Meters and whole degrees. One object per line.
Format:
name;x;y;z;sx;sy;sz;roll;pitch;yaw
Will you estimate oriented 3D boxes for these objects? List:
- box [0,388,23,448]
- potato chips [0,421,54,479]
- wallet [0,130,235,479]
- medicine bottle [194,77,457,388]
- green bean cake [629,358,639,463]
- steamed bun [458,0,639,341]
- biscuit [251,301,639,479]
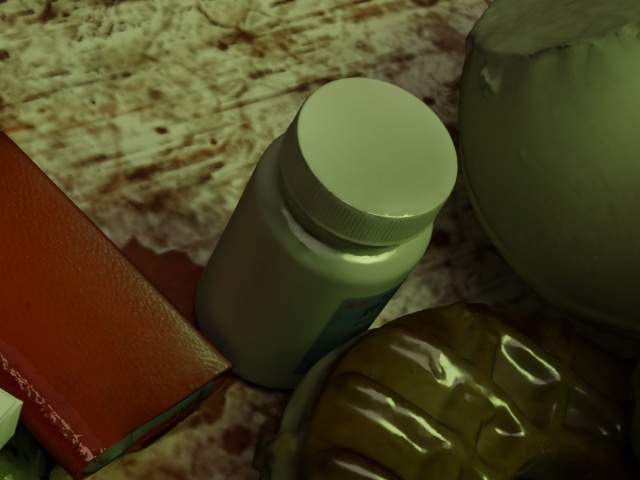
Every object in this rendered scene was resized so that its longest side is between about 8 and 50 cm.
box;-0.231;0.071;0.664;0.154;0.040;0.084;32;49;6
potato chips;-0.310;0.181;0.609;0.429;0.070;0.358;-9;58;-30
wallet;-0.156;0.030;0.762;0.204;0.045;0.142;45;31;10
medicine bottle;0.000;0.000;0.774;0.103;0.186;0.102;11;55;-16
green bean cake;0.343;0.084;0.674;0.310;0.285;0.202;17;31;-17
steamed bun;0.248;-0.048;0.865;0.309;0.309;0.309;10;55;-16
biscuit;0.117;0.181;0.725;0.332;0.103;0.332;20;46;-22
